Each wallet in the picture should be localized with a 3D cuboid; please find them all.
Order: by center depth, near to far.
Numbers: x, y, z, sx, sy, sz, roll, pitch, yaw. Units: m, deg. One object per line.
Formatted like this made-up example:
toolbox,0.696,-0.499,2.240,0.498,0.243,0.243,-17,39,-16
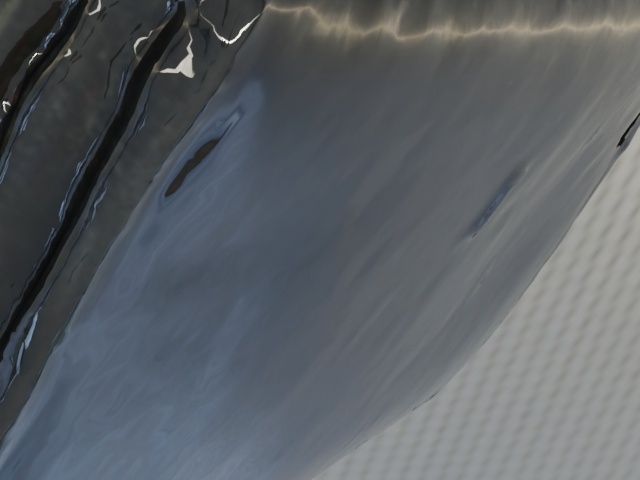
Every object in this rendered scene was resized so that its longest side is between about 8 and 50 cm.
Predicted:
wallet,-0.001,-0.001,0.542,0.228,0.062,0.406,-56,165,20
